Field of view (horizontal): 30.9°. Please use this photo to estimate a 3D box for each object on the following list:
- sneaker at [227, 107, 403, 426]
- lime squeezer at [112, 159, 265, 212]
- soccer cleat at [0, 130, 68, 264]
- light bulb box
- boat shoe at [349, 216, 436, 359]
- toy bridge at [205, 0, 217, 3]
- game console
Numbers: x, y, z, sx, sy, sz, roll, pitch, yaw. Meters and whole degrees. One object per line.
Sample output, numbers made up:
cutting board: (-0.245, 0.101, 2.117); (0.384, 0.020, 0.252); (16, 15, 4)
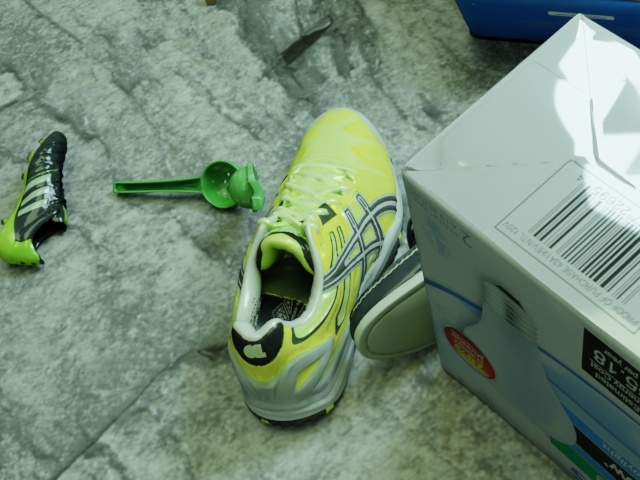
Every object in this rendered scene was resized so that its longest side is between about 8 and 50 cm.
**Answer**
sneaker: (0.000, 0.000, 1.225); (0.145, 0.147, 0.384); (2, 55, 15)
lime squeezer: (-0.113, -0.064, 1.302); (0.310, 0.110, 0.058); (10, 91, 53)
soccer cleat: (-0.329, -0.049, 1.384); (0.072, 0.060, 0.178); (13, 66, 8)
light bulb box: (0.283, 0.068, 0.991); (0.225, 0.361, 0.358); (-40, 58, -14)
boat shoe: (0.150, -0.003, 1.211); (0.340, 0.127, 0.113); (-35, 56, -15)
toy bridge: (-0.062, -0.355, 1.555); (0.188, 0.026, 0.063); (-4, 54, 8)
game console: (0.326, -0.320, 1.372); (0.293, 0.250, 0.173); (8, 85, 17)
